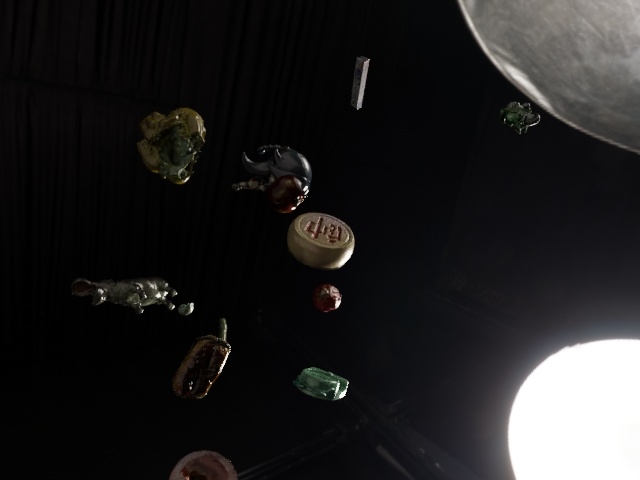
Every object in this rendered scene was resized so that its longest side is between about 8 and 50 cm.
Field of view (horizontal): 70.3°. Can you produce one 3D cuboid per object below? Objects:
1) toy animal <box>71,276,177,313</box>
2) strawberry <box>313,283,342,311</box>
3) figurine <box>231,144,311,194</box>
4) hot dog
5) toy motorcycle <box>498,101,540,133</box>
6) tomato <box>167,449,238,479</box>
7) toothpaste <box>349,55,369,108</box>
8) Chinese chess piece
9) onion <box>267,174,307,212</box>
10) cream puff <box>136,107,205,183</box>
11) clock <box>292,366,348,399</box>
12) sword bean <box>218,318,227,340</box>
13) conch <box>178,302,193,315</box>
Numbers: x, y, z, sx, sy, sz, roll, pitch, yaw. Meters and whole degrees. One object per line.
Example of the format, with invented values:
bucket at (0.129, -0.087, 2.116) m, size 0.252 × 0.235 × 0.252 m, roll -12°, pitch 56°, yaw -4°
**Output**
toy animal at (-0.694, 0.188, 1.634) m, size 0.342 × 0.106 × 0.168 m, roll 8°, pitch -165°, yaw -43°
strawberry at (0.017, 0.192, 1.550) m, size 0.106 × 0.106 × 0.106 m, roll 12°, pitch -166°, yaw -3°
figurine at (-0.162, -0.229, 1.562) m, size 0.264 × 0.197 × 0.175 m, roll 15°, pitch -158°, yaw -4°
hot dog at (-0.467, 0.503, 1.799) m, size 0.162 × 0.271 × 0.081 m, roll 34°, pitch 170°, yaw -29°
toy motorcycle at (0.751, -0.477, 1.743) m, size 0.074 × 0.106 × 0.190 m, roll 53°, pitch -169°, yaw -37°
tomato at (-0.310, 0.695, 1.215) m, size 0.199 × 0.112 × 0.228 m, roll 1°, pitch -136°, yaw -2°
toothpaste at (0.156, -0.622, 1.800) m, size 0.040 × 0.197 × 0.047 m, roll -26°, pitch -128°, yaw -31°
Chinese chess piece at (0.000, 0.000, 1.811) m, size 0.269 × 0.112 × 0.270 m, roll 12°, pitch -147°, yaw -8°
onion at (-0.105, -0.135, 1.356) m, size 0.118 × 0.117 × 0.119 m, roll 0°, pitch -135°, yaw 0°
cream puff at (-0.450, -0.299, 1.356) m, size 0.194 × 0.221 × 0.195 m, roll 27°, pitch -167°, yaw -7°
clock at (-0.003, 0.459, 1.452) m, size 0.148 × 0.060 × 0.188 m, roll 15°, pitch 177°, yaw 23°
sword bean at (-0.463, 0.469, 2.117) m, size 0.043 × 0.038 × 0.269 m, roll -24°, pitch -142°, yaw 13°
conch at (-0.657, 0.337, 2.231) m, size 0.076 × 0.057 × 0.085 m, roll -19°, pitch 180°, yaw -31°
